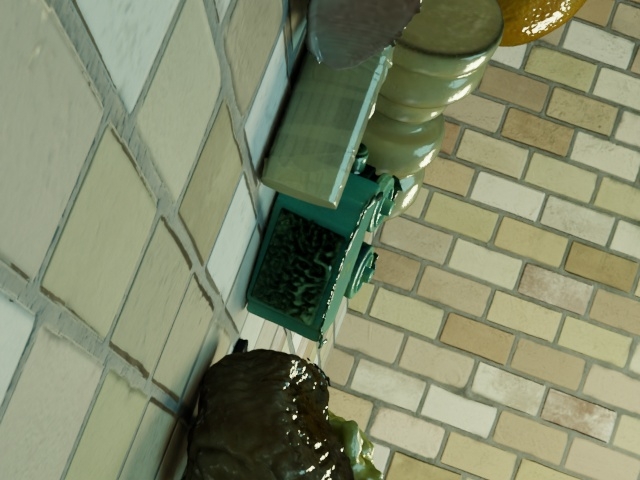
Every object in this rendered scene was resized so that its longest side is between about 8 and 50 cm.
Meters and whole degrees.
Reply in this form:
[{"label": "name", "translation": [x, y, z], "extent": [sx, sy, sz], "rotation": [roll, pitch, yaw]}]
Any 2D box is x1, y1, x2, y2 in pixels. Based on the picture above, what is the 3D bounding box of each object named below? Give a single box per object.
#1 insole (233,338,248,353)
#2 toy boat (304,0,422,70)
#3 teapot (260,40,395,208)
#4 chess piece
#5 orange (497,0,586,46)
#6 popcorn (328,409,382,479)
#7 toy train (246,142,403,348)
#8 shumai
[{"label": "insole", "translation": [-0.097, 0.176, 1.617], "extent": [0.309, 0.012, 0.110], "rotation": [97, 15, -71]}, {"label": "toy boat", "translation": [0.050, -0.284, 1.112], "extent": [0.206, 0.096, 0.282], "rotation": [114, -13, -57]}, {"label": "teapot", "translation": [0.014, -0.132, 1.226], "extent": [0.107, 0.077, 0.200], "rotation": [90, 20, -87]}, {"label": "chess piece", "translation": [0.079, -0.147, 1.498], "extent": [0.299, 0.167, 0.167], "rotation": [111, 3, -46]}, {"label": "orange", "translation": [0.252, -0.391, 1.837], "extent": [0.264, 0.264, 0.264], "rotation": [20, 90, -85]}, {"label": "popcorn", "translation": [-0.041, 0.284, 1.502], "extent": [0.259, 0.212, 0.259], "rotation": [8, 90, -85]}, {"label": "toy train", "translation": [0.000, 0.000, 1.436], "extent": [0.163, 0.112, 0.203], "rotation": [-49, 158, -59]}, {"label": "shumai", "translation": [-0.083, 0.218, 1.321], "extent": [0.185, 0.184, 0.218], "rotation": [-32, -142, 14]}]
